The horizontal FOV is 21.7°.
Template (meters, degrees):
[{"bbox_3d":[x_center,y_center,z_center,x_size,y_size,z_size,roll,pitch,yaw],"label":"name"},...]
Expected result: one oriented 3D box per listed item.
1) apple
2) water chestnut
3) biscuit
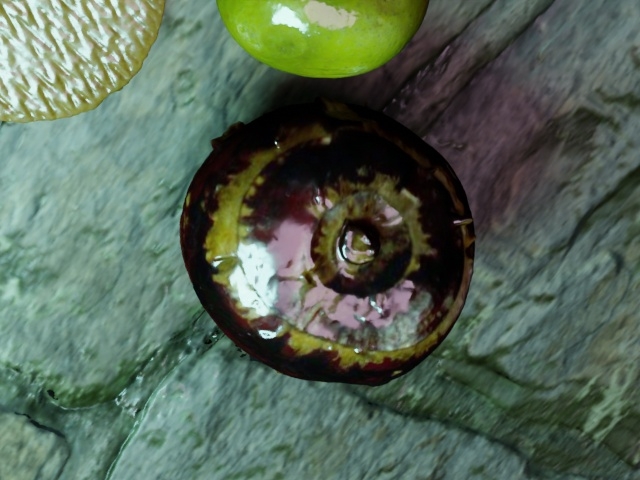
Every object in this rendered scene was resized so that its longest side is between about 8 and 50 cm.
[{"bbox_3d":[-0.002,-0.236,1.507,0.196,0.196,0.157,13,151,-22],"label":"apple"},{"bbox_3d":[0.000,0.000,1.631,0.300,0.300,0.300,-7,122,-11],"label":"water chestnut"},{"bbox_3d":[-0.270,-0.227,1.527,0.262,0.037,0.262,-7,122,-11],"label":"biscuit"}]
